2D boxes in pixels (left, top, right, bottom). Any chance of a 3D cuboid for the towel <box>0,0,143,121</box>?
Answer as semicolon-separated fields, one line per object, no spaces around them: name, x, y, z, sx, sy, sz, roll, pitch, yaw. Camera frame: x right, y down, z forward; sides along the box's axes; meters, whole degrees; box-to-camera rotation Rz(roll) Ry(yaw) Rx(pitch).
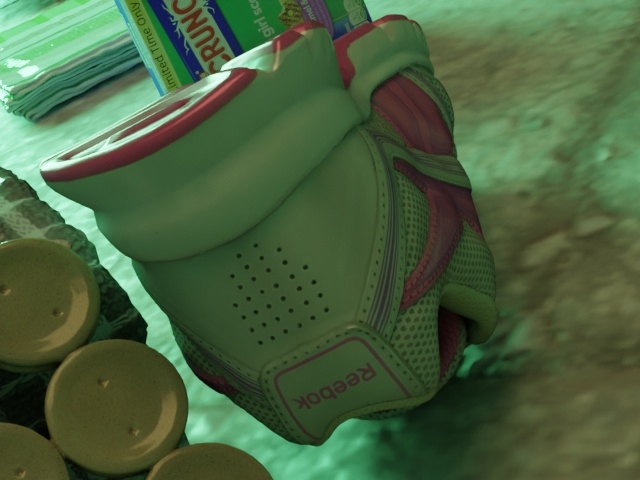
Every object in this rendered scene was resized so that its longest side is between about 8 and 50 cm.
towel;-0.146;-0.116;0.898;0.113;0.023;0.152;-27;24;-12

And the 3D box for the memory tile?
memory tile;-0.068;0.076;0.369;0.113;0.148;0.012;-37;-15;-24

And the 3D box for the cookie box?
cookie box;-0.041;-0.118;0.732;0.107;0.091;0.040;-28;23;-7

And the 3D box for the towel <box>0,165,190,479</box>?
towel;-0.201;0.058;0.500;0.235;0.121;0.284;-33;28;-21

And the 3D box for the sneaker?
sneaker;0.000;0.000;0.476;0.103;0.111;0.252;-26;3;16
